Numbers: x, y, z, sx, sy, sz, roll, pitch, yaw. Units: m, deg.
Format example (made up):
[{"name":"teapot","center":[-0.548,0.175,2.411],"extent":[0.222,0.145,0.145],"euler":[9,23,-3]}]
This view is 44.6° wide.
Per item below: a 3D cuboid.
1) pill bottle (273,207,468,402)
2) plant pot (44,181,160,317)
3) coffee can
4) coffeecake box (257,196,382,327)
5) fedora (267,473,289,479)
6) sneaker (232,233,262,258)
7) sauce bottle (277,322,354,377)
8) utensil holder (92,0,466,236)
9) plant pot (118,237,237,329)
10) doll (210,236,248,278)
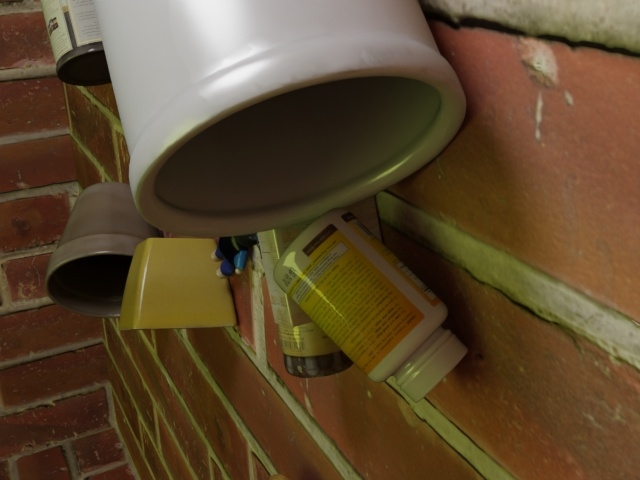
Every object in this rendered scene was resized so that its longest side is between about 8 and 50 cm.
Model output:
[{"name":"pill bottle","center":[0.058,0.073,0.864],"extent":[0.215,0.117,0.117],"euler":[45,148,10]},{"name":"plant pot","center":[-0.555,0.010,2.074],"extent":[0.323,0.323,0.280],"euler":[110,156,-51]},{"name":"coffee can","center":[-0.565,-0.542,1.892],"extent":[0.201,0.201,0.275],"euler":[-34,70,65]},{"name":"coffeecake box","center":[0.000,0.000,0.980],"extent":[0.068,0.142,0.185],"euler":[0,102,66]},{"name":"fedora","center":[-0.036,0.502,1.393],"extent":[0.194,0.079,0.194],"euler":[24,117,58]},{"name":"sneaker","center":[-0.079,0.005,1.228],"extent":[0.226,0.086,0.163],"euler":[128,128,-59]},{"name":"sauce bottle","center":[-0.021,0.012,1.073],"extent":[0.111,0.111,0.344],"euler":[16,117,63]},{"name":"utensil holder","center":[-0.070,-0.243,0.805],"extent":[0.327,0.327,0.385],"euler":[128,128,-60]},{"name":"plant pot","center":[-0.307,0.094,1.659],"extent":[0.212,0.212,0.187],"euler":[162,108,-66]},{"name":"doll","center":[-0.170,0.008,1.483],"extent":[0.129,0.046,0.189],"euler":[70,156,14]}]
